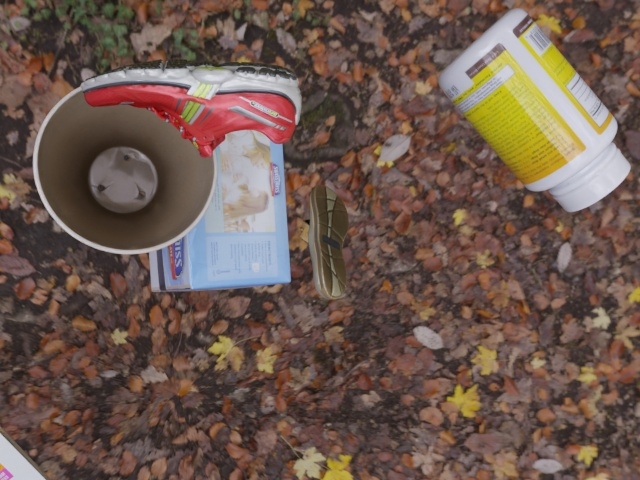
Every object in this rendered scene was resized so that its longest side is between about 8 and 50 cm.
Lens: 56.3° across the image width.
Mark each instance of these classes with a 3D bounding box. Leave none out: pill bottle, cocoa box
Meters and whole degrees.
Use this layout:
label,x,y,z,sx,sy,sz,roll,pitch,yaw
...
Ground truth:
label,x,y,z,sx,sy,sz,roll,pitch,yaw
pill bottle,0.239,-0.138,0.661,0.117,0.117,0.215,-43,95,-19
cocoa box,-0.220,-0.070,1.256,0.231,0.228,0.347,-1,86,-35

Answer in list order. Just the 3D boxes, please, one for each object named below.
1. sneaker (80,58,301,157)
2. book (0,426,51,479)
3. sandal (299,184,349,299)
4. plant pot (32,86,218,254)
label,x,y,z,sx,sy,sz,roll,pitch,yaw
sneaker,-0.164,-0.164,0.756,0.278,0.107,0.119,3,111,1
book,-0.313,0.203,0.514,0.096,0.035,0.144,-40,126,-26
sandal,0.000,0.000,0.795,0.072,0.049,0.180,33,45,-40
plant pot,-0.321,-0.110,0.994,0.256,0.274,0.257,0,91,-19
